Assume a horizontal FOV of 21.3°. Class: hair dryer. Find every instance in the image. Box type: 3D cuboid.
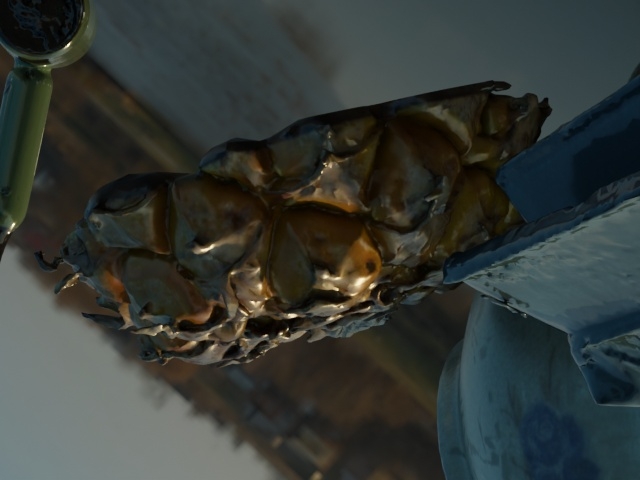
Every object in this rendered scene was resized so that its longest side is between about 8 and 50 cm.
[{"bbox_3d":[-0.138,-0.052,0.772,0.047,0.150,0.071,14,-178,-4],"label":"hair dryer"}]

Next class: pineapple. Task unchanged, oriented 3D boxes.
[{"bbox_3d":[0.000,0.000,0.660,0.225,0.225,0.076,65,-172,-83],"label":"pineapple"}]

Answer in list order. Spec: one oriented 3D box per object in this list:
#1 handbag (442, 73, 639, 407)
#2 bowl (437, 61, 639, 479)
[{"bbox_3d":[0.162,0.032,0.449,0.229,0.062,0.179,31,157,-11],"label":"handbag"},{"bbox_3d":[0.140,0.082,0.758,0.313,0.146,0.313,38,-137,-47],"label":"bowl"}]
